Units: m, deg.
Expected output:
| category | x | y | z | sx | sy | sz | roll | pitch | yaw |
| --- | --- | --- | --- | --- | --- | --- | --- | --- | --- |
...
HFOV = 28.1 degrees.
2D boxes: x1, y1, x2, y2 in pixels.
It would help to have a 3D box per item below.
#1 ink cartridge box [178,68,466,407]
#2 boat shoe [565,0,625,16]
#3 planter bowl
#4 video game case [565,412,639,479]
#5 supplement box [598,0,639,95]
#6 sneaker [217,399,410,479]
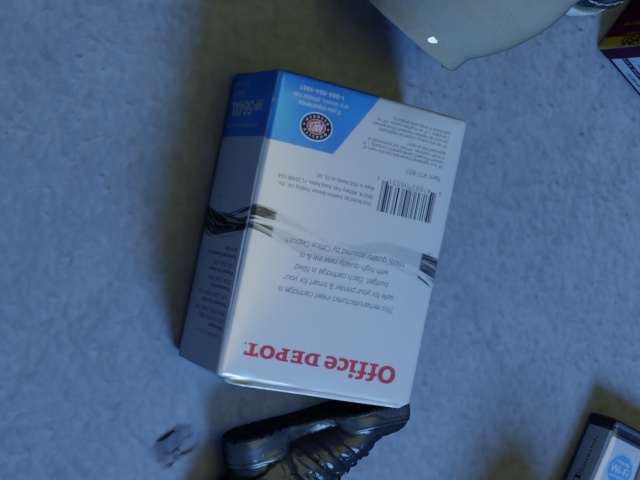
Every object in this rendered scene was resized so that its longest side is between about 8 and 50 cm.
| category | x | y | z | sx | sy | sz | roll | pitch | yaw |
| --- | --- | --- | --- | --- | --- | --- | --- | --- | --- |
| ink cartridge box | 0.000 | 0.000 | 0.873 | 0.148 | 0.086 | 0.203 | 13 | 89 | -27 |
| boat shoe | 0.284 | -0.322 | 0.974 | 0.127 | 0.113 | 0.340 | 42 | 76 | -23 |
| planter bowl | 0.091 | -0.187 | 0.877 | 0.162 | 0.162 | 0.109 | 37 | 105 | -25 |
| video game case | 0.283 | 0.310 | 1.074 | 0.275 | 0.035 | 0.248 | 29 | 81 | -26 |
| supplement box | 0.326 | -0.190 | 1.025 | 0.104 | 0.081 | 0.188 | 44 | 75 | -23 |
| sneaker | -0.012 | 0.168 | 0.904 | 0.170 | 0.051 | 0.089 | -11 | 99 | -21 |
